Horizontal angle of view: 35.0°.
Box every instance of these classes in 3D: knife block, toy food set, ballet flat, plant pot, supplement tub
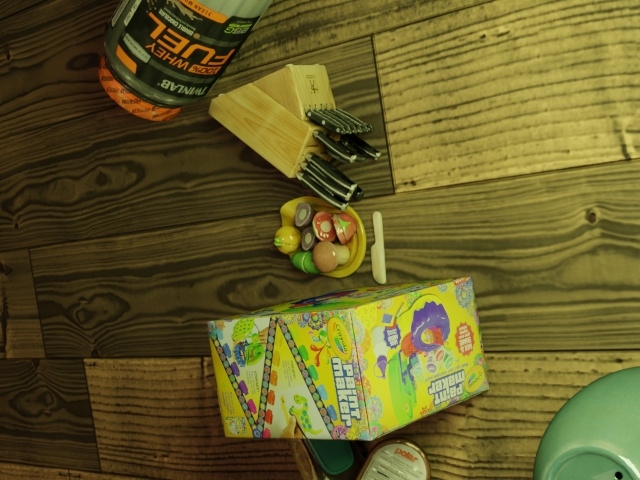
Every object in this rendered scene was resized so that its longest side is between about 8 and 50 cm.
[{"bbox_3d":[-0.039,-0.149,1.630,0.276,0.088,0.242,-15,87,41],"label":"knife block"},{"bbox_3d":[0.000,0.000,1.633,0.218,0.071,0.128,10,104,39],"label":"toy food set"},{"bbox_3d":[0.027,0.396,1.662,0.123,0.123,0.348,-32,77,40],"label":"ballet flat"},{"bbox_3d":[0.377,0.307,1.248,0.290,0.195,0.290,-1,88,40],"label":"plant pot"},{"bbox_3d":[-0.223,-0.368,1.675,0.338,0.207,0.207,-49,66,36],"label":"supplement tub"}]

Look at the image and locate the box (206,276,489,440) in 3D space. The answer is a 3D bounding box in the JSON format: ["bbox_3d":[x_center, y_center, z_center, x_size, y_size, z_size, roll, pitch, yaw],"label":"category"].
[{"bbox_3d":[0.043,0.170,1.480,0.279,0.290,0.177,-8,91,41],"label":"box"}]

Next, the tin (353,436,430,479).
[{"bbox_3d":[0.100,0.396,1.573,0.106,0.040,0.189,28,84,3],"label":"tin"}]
